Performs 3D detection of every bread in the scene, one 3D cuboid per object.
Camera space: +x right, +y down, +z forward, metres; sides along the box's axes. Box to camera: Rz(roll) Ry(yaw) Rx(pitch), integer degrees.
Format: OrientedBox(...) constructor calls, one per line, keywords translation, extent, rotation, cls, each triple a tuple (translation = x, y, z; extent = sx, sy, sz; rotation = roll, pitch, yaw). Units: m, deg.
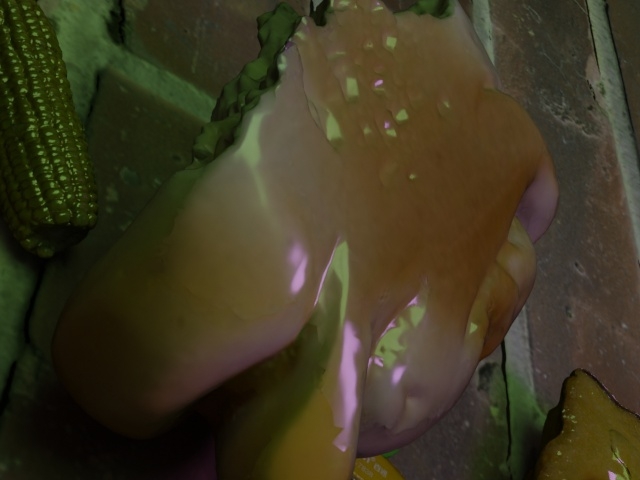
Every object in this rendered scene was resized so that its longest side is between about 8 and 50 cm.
OrientedBox(translation=(0.237, 0.240, 0.990), extent=(0.160, 0.088, 0.233), rotation=(37, 42, -5), cls="bread")
OrientedBox(translation=(0.021, -0.005, 0.771), extent=(0.245, 0.329, 0.424), rotation=(32, 37, 14), cls="bread")

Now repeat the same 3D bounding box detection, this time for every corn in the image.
OrientedBox(translation=(-0.221, -0.096, 0.850), extent=(0.080, 0.080, 0.238), rotation=(4, 54, -42), cls="corn")

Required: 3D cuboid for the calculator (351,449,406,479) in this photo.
OrientedBox(translation=(0.005, 0.208, 0.838), extent=(0.146, 0.032, 0.235), rotation=(40, 40, -9), cls="calculator")
